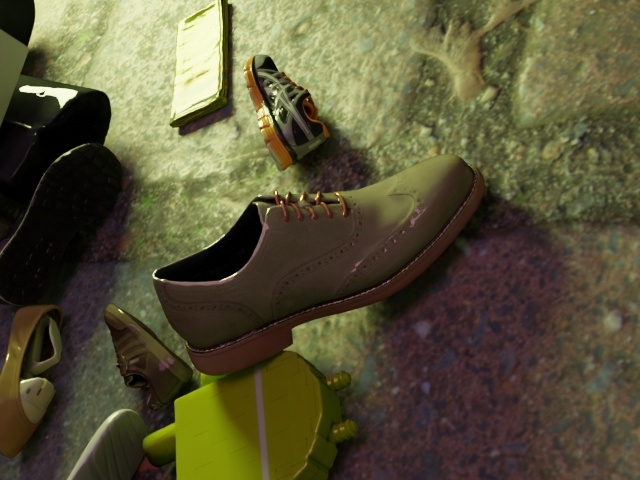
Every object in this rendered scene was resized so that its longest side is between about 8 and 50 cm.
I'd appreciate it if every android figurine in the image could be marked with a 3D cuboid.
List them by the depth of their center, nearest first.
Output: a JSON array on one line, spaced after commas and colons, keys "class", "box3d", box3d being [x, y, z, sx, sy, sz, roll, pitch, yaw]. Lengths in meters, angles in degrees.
[{"class": "android figurine", "box3d": [-0.080, 0.226, 1.241, 0.273, 0.056, 0.248, -27, 46, 19]}]

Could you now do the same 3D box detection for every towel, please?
[{"class": "towel", "box3d": [-0.188, -0.280, 1.719, 0.102, 0.021, 0.237, -22, 48, 22]}]

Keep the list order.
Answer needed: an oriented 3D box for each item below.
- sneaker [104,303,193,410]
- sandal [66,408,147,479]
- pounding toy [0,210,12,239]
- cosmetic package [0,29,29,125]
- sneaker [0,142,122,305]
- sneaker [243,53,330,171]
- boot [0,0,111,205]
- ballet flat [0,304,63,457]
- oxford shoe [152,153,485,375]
[{"class": "sneaker", "box3d": [-0.238, 0.145, 1.412, 0.071, 0.066, 0.188, -52, 43, -5]}, {"class": "sandal", "box3d": [-0.299, 0.317, 1.317, 0.076, 0.102, 0.265, 5, 54, 41]}, {"class": "pounding toy", "box3d": [-0.551, 0.050, 1.705, 0.181, 0.094, 0.206, 35, 91, 42]}, {"class": "cosmetic package", "box3d": [-0.633, -0.146, 1.742, 0.284, 0.097, 0.377, 0, 68, 42]}, {"class": "sneaker", "box3d": [-0.413, -0.030, 1.650, 0.124, 0.107, 0.283, -6, 45, 55]}, {"class": "sneaker", "box3d": [-0.047, -0.182, 1.508, 0.083, 0.084, 0.214, -23, 50, 4]}, {"class": "boot", "box3d": [-0.497, -0.264, 1.845, 0.445, 0.146, 0.367, 20, 83, 48]}, {"class": "ballet flat", "box3d": [-0.390, 0.179, 1.497, 0.073, 0.080, 0.232, -15, 51, 14]}, {"class": "oxford shoe", "box3d": [0.000, 0.000, 1.249, 0.397, 0.146, 0.140, -32, 29, -3]}]
